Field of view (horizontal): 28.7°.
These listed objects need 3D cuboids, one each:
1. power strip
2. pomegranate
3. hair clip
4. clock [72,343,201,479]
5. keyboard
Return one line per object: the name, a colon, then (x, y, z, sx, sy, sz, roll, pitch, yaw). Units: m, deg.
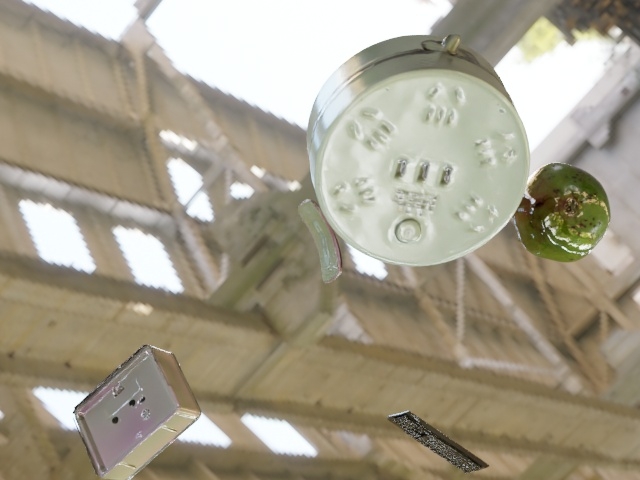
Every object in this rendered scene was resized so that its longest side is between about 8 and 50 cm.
power strip: (0.151, -0.147, 1.933, 0.357, 0.357, 0.161, 34, -159, -22)
pomegranate: (0.428, -0.042, 2.287, 0.181, 0.181, 0.224, 42, 164, 2)
hair clip: (0.001, 0.000, 1.993, 0.022, 0.054, 0.137, -10, -108, -40)
clock: (-0.302, 0.285, 2.054, 0.071, 0.192, 0.147, 26, -154, -53)
keyboard: (0.212, 0.367, 2.263, 0.196, 0.074, 0.015, 35, -118, -18)
